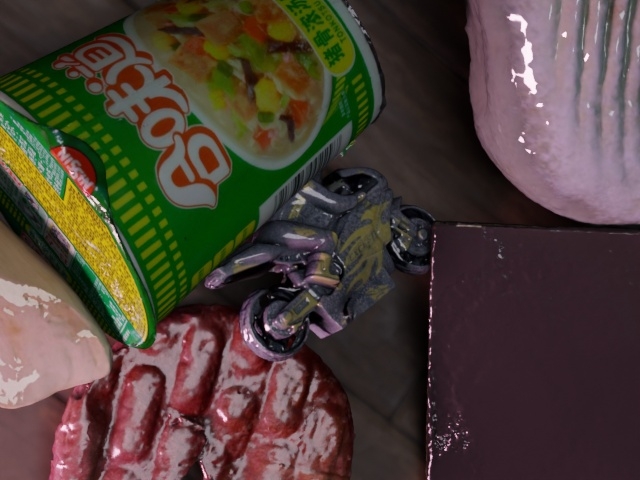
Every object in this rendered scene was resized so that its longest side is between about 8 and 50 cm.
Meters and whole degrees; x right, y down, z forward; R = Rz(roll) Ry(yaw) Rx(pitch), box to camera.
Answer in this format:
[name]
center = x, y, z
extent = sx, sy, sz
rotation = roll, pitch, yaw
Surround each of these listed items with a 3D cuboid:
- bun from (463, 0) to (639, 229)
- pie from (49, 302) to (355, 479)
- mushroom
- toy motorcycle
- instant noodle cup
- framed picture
[bun]
center = 0.258, -0.178, 1.122
extent = 0.354, 0.194, 0.354
rotation = -6, 112, -15
[pie]
center = -0.080, 0.149, 1.099
extent = 0.219, 0.054, 0.204
rotation = 30, 82, -16
[mushroom]
center = -0.242, 0.009, 1.009
extent = 0.096, 0.108, 0.247
rotation = -39, 97, -43
[toy motorcycle]
center = 0.000, 0.000, 1.104
extent = 0.193, 0.061, 0.124
rotation = -30, 90, -32
[instant noodle cup]
center = -0.085, -0.075, 1.020
extent = 0.233, 0.207, 0.207
rotation = -36, 103, -22
[framed picture]
center = 0.239, 0.110, 1.128
extent = 0.324, 0.013, 0.244
rotation = 2, 106, 8
